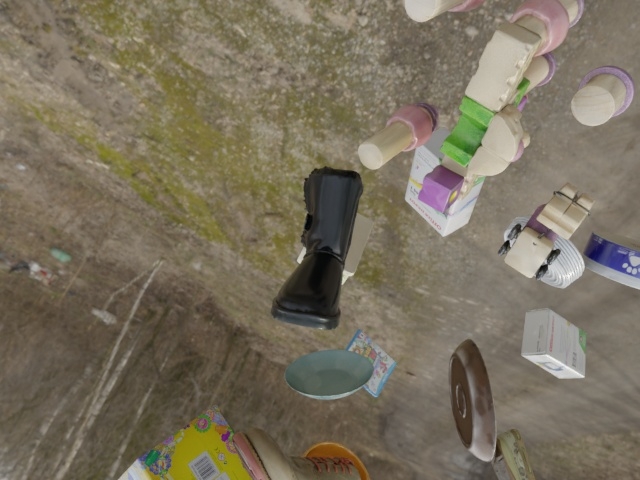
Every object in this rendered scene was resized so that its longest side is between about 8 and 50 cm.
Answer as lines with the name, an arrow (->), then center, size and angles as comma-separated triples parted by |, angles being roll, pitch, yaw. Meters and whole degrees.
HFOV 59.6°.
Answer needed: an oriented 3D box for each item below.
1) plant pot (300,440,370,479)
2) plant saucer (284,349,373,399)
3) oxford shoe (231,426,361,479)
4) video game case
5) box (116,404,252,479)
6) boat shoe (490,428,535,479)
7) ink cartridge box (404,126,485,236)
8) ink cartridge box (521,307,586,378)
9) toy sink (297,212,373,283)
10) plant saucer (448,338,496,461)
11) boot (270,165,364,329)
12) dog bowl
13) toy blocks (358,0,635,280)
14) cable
plant pot -> -0.005, 0.638, 1.392 | 0.205, 0.205, 0.188 | 29, 128, -11
plant saucer -> 0.020, 0.298, 1.210 | 0.194, 0.194, 0.038 | 7, 111, 36
oxford shoe -> -0.015, 0.370, 0.872 | 0.123, 0.130, 0.348 | 37, 163, 49
video game case -> 0.134, 0.351, 1.594 | 0.166, 0.119, 0.015 | 44, 157, -20
box -> -0.232, 0.524, 1.095 | 0.290, 0.177, 0.279 | 53, 141, 10
boat shoe -> 0.512, 0.621, 1.393 | 0.089, 0.286, 0.104 | -16, 172, -19
ink cartridge box -> 0.386, -0.178, 1.751 | 0.201, 0.117, 0.278 | 49, 157, 28
ink cartridge box -> 0.741, 0.328, 1.768 | 0.212, 0.155, 0.093 | 31, 151, -28
toy sink -> 0.034, 0.022, 1.576 | 0.152, 0.234, 0.131 | 27, 134, -3
plant saucer -> 0.387, 0.416, 1.463 | 0.050, 0.311, 0.311 | -5, 155, 1
boot -> 0.000, 0.000, 0.784 | 0.094, 0.208, 0.246 | 10, -173, 5
dog bowl -> 0.943, 0.062, 1.699 | 0.264, 0.104, 0.265 | 14, -164, -4
toy blocks -> 0.259, -0.180, 0.735 | 0.308, 0.260, 0.289 | 37, 139, 18
cable -> 0.681, 0.032, 1.714 | 0.257, 0.089, 0.257 | 48, 176, 19
